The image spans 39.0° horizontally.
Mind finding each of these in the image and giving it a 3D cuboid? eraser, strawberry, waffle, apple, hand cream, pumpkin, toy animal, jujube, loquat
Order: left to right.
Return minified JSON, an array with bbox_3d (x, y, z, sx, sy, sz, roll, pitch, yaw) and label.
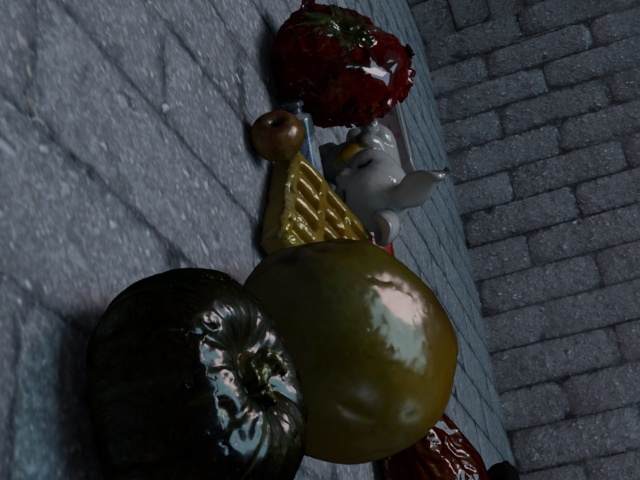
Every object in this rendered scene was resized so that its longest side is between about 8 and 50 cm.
[{"bbox_3d":[-0.098,0.137,0.782,0.238,0.159,0.238,-15,90,-70],"label":"pumpkin"},{"bbox_3d":[-0.064,-0.156,1.363,0.071,0.084,0.084,84,4,-45],"label":"apple"},{"bbox_3d":[-0.021,-0.116,1.561,0.088,0.055,0.256,-81,160,-70],"label":"hand cream"},{"bbox_3d":[0.000,0.000,1.389,0.221,0.055,0.248,47,25,-25],"label":"waffle"},{"bbox_3d":[0.031,-0.299,1.633,0.274,0.274,0.220,-88,-165,-49],"label":"strawberry"},{"bbox_3d":[0.035,0.127,1.112,0.276,0.276,0.284,-75,143,-63],"label":"loquat"},{"bbox_3d":[0.101,-0.104,1.641,0.154,0.208,0.325,46,-7,-36],"label":"toy animal"},{"bbox_3d":[0.184,-0.318,2.429,0.061,0.089,0.352,23,54,-67],"label":"eraser"},{"bbox_3d":[0.189,0.392,1.571,0.255,0.190,0.190,67,14,5],"label":"jujube"}]

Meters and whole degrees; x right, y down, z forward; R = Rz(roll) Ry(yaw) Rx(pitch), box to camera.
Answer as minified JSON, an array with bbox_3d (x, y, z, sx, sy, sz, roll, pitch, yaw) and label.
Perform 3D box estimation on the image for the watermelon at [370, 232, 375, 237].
[{"bbox_3d":[0.131,-0.043,2.041,0.094,0.081,0.180,21,45,-41],"label":"watermelon"}]

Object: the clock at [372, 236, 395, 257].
[{"bbox_3d":[0.085,0.073,1.667,0.113,0.061,0.155,6,62,-26],"label":"clock"}]

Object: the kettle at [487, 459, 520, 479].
[{"bbox_3d":[0.273,0.580,1.611,0.308,0.203,0.262,-85,170,-60],"label":"kettle"}]
